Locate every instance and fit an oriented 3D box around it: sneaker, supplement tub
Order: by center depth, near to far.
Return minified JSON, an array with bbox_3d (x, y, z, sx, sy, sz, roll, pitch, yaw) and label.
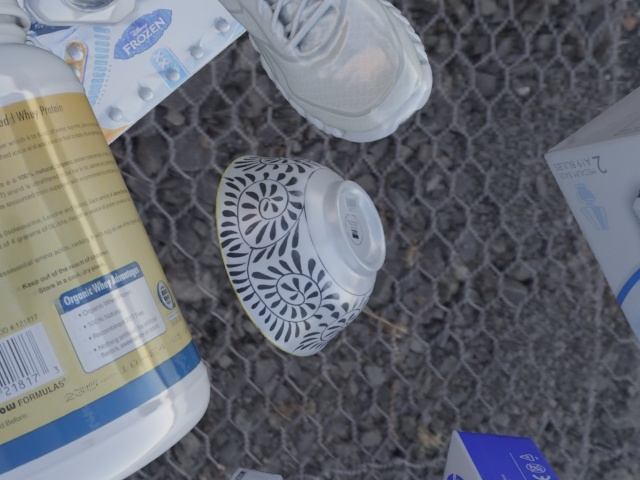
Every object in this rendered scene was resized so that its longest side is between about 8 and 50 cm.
[{"bbox_3d":[-0.145,0.008,0.437,0.144,0.144,0.200,-24,94,-17],"label":"supplement tub"},{"bbox_3d":[-0.032,-0.184,0.790,0.110,0.292,0.118,-45,151,10],"label":"sneaker"}]

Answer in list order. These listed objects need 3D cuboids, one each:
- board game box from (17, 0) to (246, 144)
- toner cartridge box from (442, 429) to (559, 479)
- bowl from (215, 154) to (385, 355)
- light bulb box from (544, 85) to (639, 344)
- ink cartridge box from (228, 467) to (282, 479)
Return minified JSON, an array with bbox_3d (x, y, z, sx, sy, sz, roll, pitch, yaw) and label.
[{"bbox_3d":[-0.232,-0.270,1.092,0.390,0.050,0.390,-40,141,-1],"label":"board game box"},{"bbox_3d":[0.153,0.286,0.772,0.075,0.348,0.165,7,103,-7],"label":"toner cartridge box"},{"bbox_3d":[0.000,0.000,0.841,0.080,0.170,0.170,-19,109,27],"label":"bowl"},{"bbox_3d":[0.455,0.004,0.959,0.225,0.358,0.361,-34,100,-24],"label":"light bulb box"},{"bbox_3d":[-0.078,0.303,0.789,0.045,0.224,0.223,7,92,6],"label":"ink cartridge box"}]
